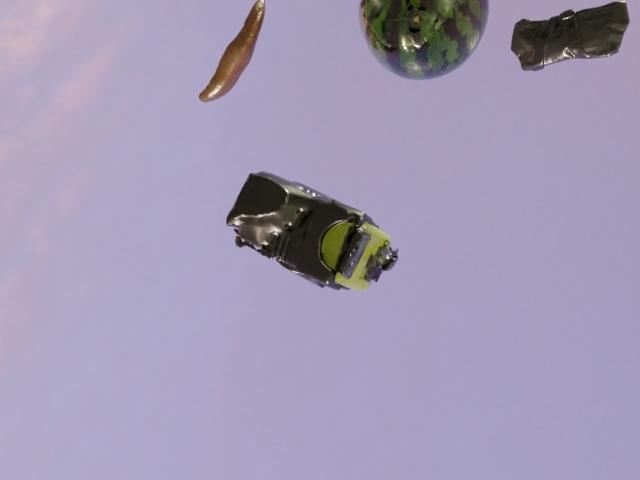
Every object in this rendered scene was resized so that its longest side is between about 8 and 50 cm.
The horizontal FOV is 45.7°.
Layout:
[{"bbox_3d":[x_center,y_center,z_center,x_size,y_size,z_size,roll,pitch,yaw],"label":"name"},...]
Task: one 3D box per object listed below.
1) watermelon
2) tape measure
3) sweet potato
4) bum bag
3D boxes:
[{"bbox_3d":[0.226,-0.494,1.659,0.285,0.285,0.285,-15,-119,29],"label":"watermelon"},{"bbox_3d":[0.000,0.000,0.945,0.199,0.186,0.112,29,-86,26],"label":"tape measure"},{"bbox_3d":[-0.177,-0.392,1.604,0.255,0.058,0.078,-58,-154,16],"label":"sweet potato"},{"bbox_3d":[0.398,-0.324,1.216,0.198,0.049,0.087,-1,-95,42],"label":"bum bag"}]
